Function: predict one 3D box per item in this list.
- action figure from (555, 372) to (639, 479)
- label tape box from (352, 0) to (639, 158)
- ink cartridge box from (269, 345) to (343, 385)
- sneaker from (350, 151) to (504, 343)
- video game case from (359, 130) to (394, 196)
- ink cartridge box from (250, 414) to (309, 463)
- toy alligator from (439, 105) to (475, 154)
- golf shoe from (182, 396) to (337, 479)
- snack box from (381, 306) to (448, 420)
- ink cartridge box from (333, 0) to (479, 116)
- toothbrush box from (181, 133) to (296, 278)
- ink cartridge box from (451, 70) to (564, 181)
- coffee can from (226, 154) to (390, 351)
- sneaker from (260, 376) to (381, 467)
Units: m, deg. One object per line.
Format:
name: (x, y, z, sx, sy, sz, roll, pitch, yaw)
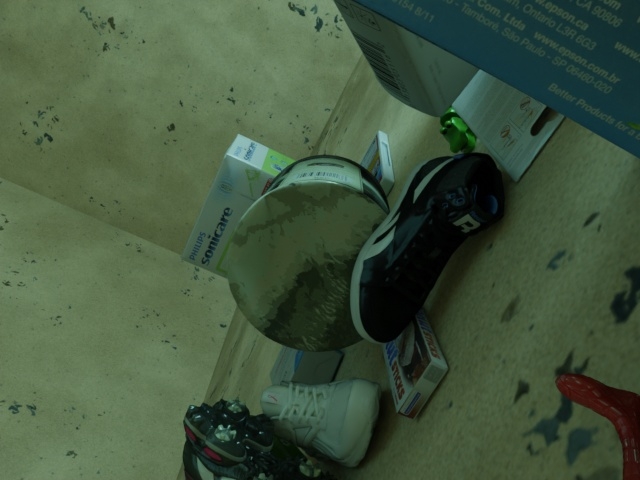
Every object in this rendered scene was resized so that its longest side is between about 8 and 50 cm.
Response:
action figure: (0.092, 0.148, 0.192, 0.091, 0.139, 0.280, 122, 166, -46)
label tape box: (0.183, -0.205, 0.240, 0.333, 0.241, 0.105, -54, 13, 49)
ink cartridge box: (-0.028, 0.201, 0.954, 0.104, 0.062, 0.181, -66, 9, -4)
sneaker: (0.108, 0.001, 0.586, 0.121, 0.079, 0.216, -10, 53, 64)
video game case: (0.083, -0.090, 1.200, 0.204, 0.025, 0.285, -61, 10, 25)
ink cartridge box: (-0.068, 0.362, 0.718, 0.255, 0.097, 0.188, 32, 99, 46)
toy alligator: (0.171, -0.147, 0.749, 0.056, 0.051, 0.189, 125, 167, -50)
golf shoe: (-0.058, 0.277, 0.618, 0.273, 0.105, 0.120, 29, 108, 49)
snack box: (0.092, 0.110, 0.628, 0.064, 0.022, 0.178, -62, 9, 16)
ink cartridge box: (0.153, -0.335, 0.500, 0.385, 0.091, 0.308, -53, -29, 0)
toothbrush box: (-0.060, -0.018, 1.013, 0.206, 0.283, 0.122, -61, 10, 23)
ink cartridge box: (0.218, -0.158, 0.613, 0.145, 0.045, 0.179, -60, 29, 29)
coffee can: (0.000, 0.000, 0.791, 0.201, 0.202, 0.275, -63, 3, 14)
sneaker: (-0.011, 0.201, 0.684, 0.232, 0.115, 0.090, 129, 163, -58)
